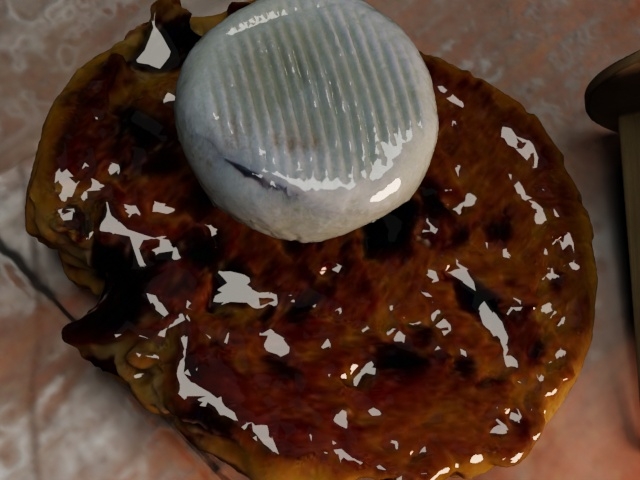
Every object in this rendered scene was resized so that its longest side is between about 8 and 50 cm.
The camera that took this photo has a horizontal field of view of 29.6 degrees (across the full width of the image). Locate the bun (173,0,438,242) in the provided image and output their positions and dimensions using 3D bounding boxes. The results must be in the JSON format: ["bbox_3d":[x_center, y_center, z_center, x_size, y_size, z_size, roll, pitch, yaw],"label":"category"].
[{"bbox_3d":[-0.008,-0.060,0.636,0.141,0.083,0.141,3,64,-5],"label":"bun"}]

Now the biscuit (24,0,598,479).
[{"bbox_3d":[-0.002,0.003,0.698,0.334,0.081,0.289,29,63,-2],"label":"biscuit"}]

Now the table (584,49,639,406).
[{"bbox_3d":[0.248,0.012,0.714,0.167,0.167,0.226,2,75,-11],"label":"table"}]
